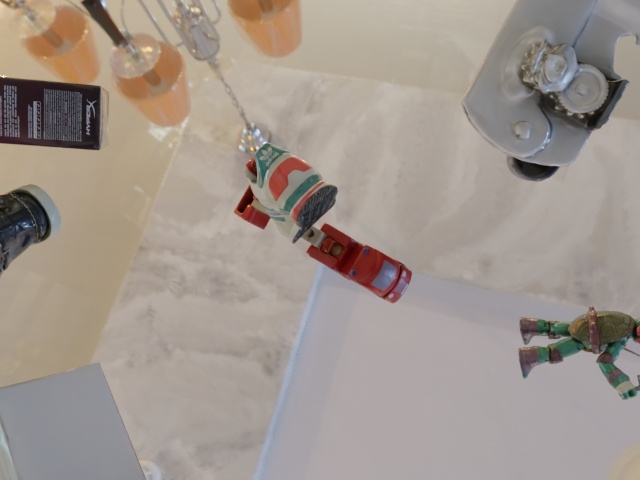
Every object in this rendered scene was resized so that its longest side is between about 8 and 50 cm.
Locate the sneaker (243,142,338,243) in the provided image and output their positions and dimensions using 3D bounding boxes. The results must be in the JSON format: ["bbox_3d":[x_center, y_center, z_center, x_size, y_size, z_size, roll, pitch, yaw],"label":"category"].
[{"bbox_3d":[-0.030,-0.046,0.542,0.057,0.161,0.075,-44,-92,-7],"label":"sneaker"}]

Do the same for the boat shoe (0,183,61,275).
[{"bbox_3d":[-0.546,0.013,0.941,0.340,0.113,0.127,-14,-71,33],"label":"boat shoe"}]

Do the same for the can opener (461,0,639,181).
[{"bbox_3d":[0.169,-0.169,0.339,0.074,0.093,0.280,28,-80,1],"label":"can opener"}]

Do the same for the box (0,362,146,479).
[{"bbox_3d":[-0.459,0.382,0.977,0.345,0.168,0.215,-43,-112,37],"label":"box"}]

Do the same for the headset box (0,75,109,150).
[{"bbox_3d":[-0.527,-0.224,1.043,0.293,0.218,0.110,2,-80,-17],"label":"headset box"}]

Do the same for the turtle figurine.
[{"bbox_3d":[0.443,0.164,0.965,0.234,0.175,0.118,-6,-73,25],"label":"turtle figurine"}]

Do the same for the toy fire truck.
[{"bbox_3d":[0.000,0.000,0.689,0.192,0.135,0.047,28,-92,47],"label":"toy fire truck"}]
